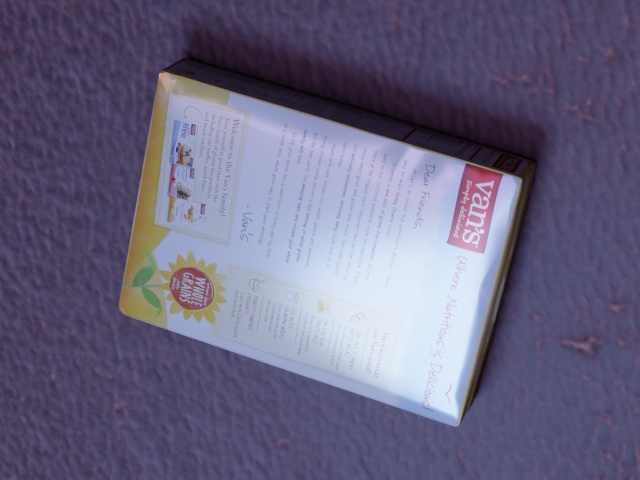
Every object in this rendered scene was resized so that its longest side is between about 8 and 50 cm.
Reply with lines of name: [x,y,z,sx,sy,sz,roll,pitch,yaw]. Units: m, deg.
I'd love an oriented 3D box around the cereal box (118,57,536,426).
cereal box: [0.000,0.000,1.142,0.240,0.047,0.173,18,112,12]
